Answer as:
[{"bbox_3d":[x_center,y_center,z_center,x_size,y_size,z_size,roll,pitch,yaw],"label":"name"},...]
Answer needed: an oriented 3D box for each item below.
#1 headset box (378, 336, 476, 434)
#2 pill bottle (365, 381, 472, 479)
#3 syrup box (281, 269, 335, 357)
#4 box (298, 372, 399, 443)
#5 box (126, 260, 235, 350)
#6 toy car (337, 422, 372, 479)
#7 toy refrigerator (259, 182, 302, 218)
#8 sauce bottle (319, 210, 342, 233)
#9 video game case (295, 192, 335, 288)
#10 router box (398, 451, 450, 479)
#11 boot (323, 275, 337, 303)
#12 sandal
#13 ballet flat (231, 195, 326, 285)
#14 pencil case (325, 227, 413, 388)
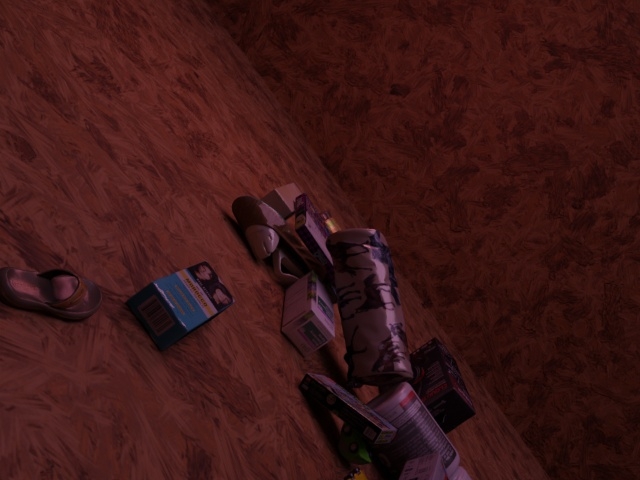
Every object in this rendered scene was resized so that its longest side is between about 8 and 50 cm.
[{"bbox_3d":[0.282,0.427,1.867,0.110,0.218,0.293,49,14,-18],"label":"headset box"},{"bbox_3d":[0.219,0.488,1.599,0.283,0.161,0.161,55,12,3],"label":"pill bottle"},{"bbox_3d":[-0.028,0.175,1.687,0.093,0.096,0.237,51,12,-16],"label":"syrup box"},{"bbox_3d":[0.061,0.358,1.468,0.207,0.036,0.114,32,1,28],"label":"box"},{"bbox_3d":[-0.234,0.106,1.194,0.100,0.060,0.244,54,13,1],"label":"box"},{"bbox_3d":[0.082,0.471,1.396,0.239,0.053,0.225,44,15,-40],"label":"toy car"},{"bbox_3d":[-0.124,-0.108,2.082,0.094,0.102,0.269,54,13,-1],"label":"toy refrigerator"},{"bbox_3d":[0.077,0.061,2.346,0.344,0.111,0.111,54,12,9],"label":"sauce bottle"},{"bbox_3d":[0.000,0.000,1.996,0.232,0.042,0.210,56,15,-26],"label":"video game case"},{"bbox_3d":[0.231,0.612,1.330,0.335,0.082,0.301,-1,70,-75],"label":"router box"},{"bbox_3d":[-0.015,0.124,1.977,0.190,0.069,0.086,49,27,-11],"label":"boot"},{"bbox_3d":[-0.349,0.063,0.913,0.072,0.049,0.180,59,13,23],"label":"sandal"},{"bbox_3d":[-0.111,0.030,1.795,0.342,0.116,0.124,49,34,-29],"label":"ballet flat"},{"bbox_3d":[0.113,0.167,1.751,0.160,0.184,0.410,19,57,-54],"label":"pencil case"}]
